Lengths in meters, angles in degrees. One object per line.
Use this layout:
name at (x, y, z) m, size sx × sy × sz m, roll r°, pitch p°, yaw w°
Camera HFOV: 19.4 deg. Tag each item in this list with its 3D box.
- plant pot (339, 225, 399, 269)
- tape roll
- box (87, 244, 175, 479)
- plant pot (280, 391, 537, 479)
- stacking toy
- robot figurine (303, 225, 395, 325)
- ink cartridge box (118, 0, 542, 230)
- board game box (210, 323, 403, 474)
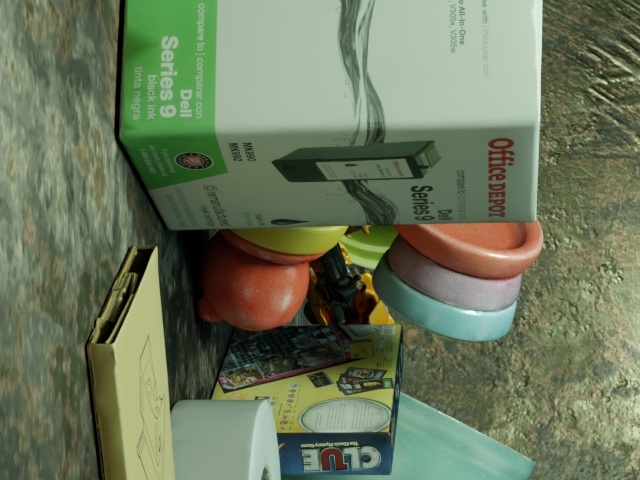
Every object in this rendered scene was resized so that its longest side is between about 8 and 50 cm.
plant pot at (0.075, -0.109, 2.321) m, size 0.254 × 0.276 × 0.276 m, roll -149°, pitch -123°, yaw -84°
tape roll at (-0.077, 0.234, 1.471) m, size 0.219 × 0.072 × 0.219 m, roll -2°, pitch 90°, yaw -85°
box at (-0.124, 0.124, 1.264) m, size 0.164 × 0.021 × 0.201 m, roll -78°, pitch 166°, yaw -67°
plant pot at (0.051, 0.255, 1.953) m, size 0.196 × 0.293 × 0.293 m, roll -63°, pitch 171°, yaw -5°
stacking toy at (0.024, -0.009, 1.675) m, size 0.279 × 0.308 × 0.130 m, roll -113°, pitch -143°, yaw -59°
robot figurine at (0.000, 0.000, 1.861) m, size 0.211 × 0.085 × 0.291 m, roll 56°, pitch -10°, yaw 29°
ink cartridge box at (0.016, -0.096, 1.351) m, size 0.211 × 0.289 × 0.122 m, roll 72°, pitch 17°, yaw -71°
board game box at (-0.012, 0.140, 1.687) m, size 0.243 × 0.165 × 0.042 m, roll -74°, pitch 163°, yaw -70°
